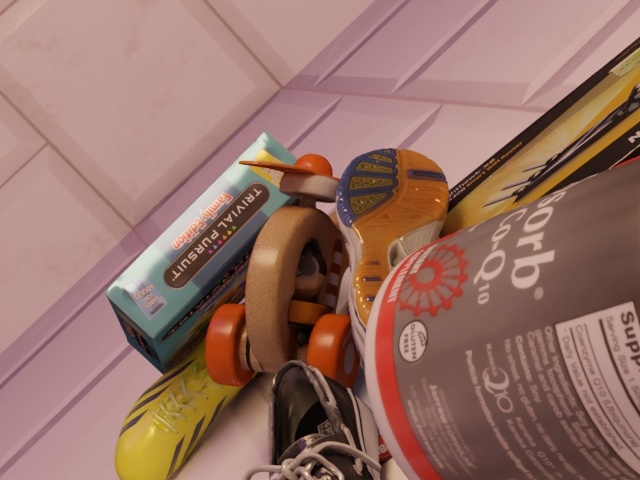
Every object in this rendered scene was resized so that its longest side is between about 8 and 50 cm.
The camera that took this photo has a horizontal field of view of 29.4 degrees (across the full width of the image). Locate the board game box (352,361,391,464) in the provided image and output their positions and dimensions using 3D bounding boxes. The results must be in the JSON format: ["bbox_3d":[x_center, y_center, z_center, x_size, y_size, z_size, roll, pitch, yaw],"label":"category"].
[{"bbox_3d":[0.028,0.163,1.254,0.145,0.027,0.281,-37,17,11],"label":"board game box"}]

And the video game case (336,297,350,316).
[{"bbox_3d":[0.025,0.102,1.349,0.122,0.011,0.087,-50,18,-27],"label":"video game case"}]

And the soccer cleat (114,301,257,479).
[{"bbox_3d":[-0.147,0.178,1.491,0.289,0.093,0.121,-48,0,-28],"label":"soccer cleat"}]

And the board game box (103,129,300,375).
[{"bbox_3d":[-0.131,0.030,1.474,0.254,0.079,0.336,-46,-6,-13],"label":"board game box"}]

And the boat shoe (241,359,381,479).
[{"bbox_3d":[0.001,0.207,1.018,0.113,0.105,0.306,-34,27,19],"label":"boat shoe"}]

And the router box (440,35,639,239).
[{"bbox_3d":[0.259,-0.064,1.195,0.309,0.081,0.243,-39,16,10],"label":"router box"}]

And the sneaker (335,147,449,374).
[{"bbox_3d":[0.065,0.032,1.176,0.296,0.112,0.131,-83,-3,-49],"label":"sneaker"}]

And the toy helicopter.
[{"bbox_3d":[0.000,0.000,1.298,0.140,0.235,0.355,4,20,20],"label":"toy helicopter"}]

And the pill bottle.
[{"bbox_3d":[0.215,0.053,0.763,0.363,0.210,0.210,-25,23,46],"label":"pill bottle"}]
